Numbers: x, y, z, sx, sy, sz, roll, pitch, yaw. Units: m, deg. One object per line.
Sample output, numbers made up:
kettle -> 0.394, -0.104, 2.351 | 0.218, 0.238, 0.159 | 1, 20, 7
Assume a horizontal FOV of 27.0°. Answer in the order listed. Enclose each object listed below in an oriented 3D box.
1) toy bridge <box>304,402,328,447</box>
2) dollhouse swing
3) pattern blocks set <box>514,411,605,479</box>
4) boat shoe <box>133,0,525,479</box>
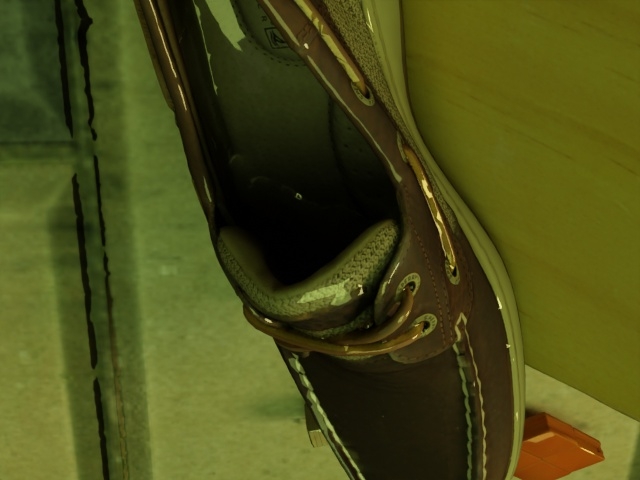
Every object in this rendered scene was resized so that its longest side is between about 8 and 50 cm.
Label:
toy bridge -> 0.007, 0.032, 0.703 | 0.063, 0.026, 0.188 | -11, 127, 3
dollhouse swing -> 0.243, -0.070, 0.591 | 0.315, 0.305, 0.346 | -29, 140, -28
pattern blocks set -> 0.126, 0.218, 0.850 | 0.325, 0.026, 0.285 | 8, 125, -10
boat shoe -> 0.000, 0.000, 0.569 | 0.123, 0.123, 0.342 | -4, 116, 24
